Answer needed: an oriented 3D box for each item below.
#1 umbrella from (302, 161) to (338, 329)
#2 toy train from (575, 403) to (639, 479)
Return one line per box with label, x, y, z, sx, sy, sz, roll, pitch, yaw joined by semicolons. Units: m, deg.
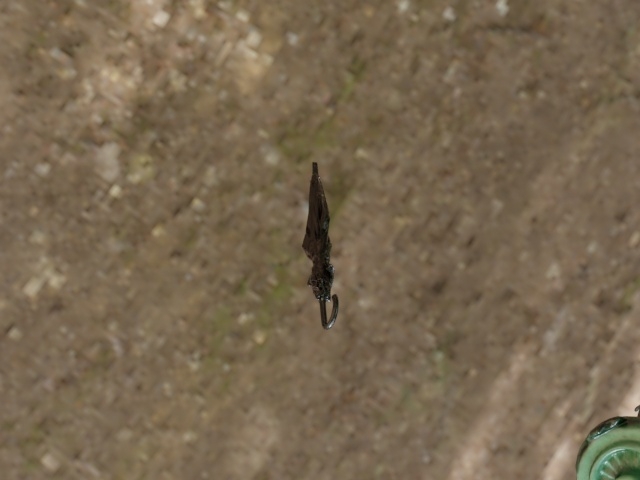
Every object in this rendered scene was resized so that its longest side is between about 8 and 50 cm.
umbrella;-0.001;0.002;0.805;0.013;0.122;0.022;17;123;-17
toy train;0.280;0.145;0.937;0.301;0.202;0.120;-32;172;29
